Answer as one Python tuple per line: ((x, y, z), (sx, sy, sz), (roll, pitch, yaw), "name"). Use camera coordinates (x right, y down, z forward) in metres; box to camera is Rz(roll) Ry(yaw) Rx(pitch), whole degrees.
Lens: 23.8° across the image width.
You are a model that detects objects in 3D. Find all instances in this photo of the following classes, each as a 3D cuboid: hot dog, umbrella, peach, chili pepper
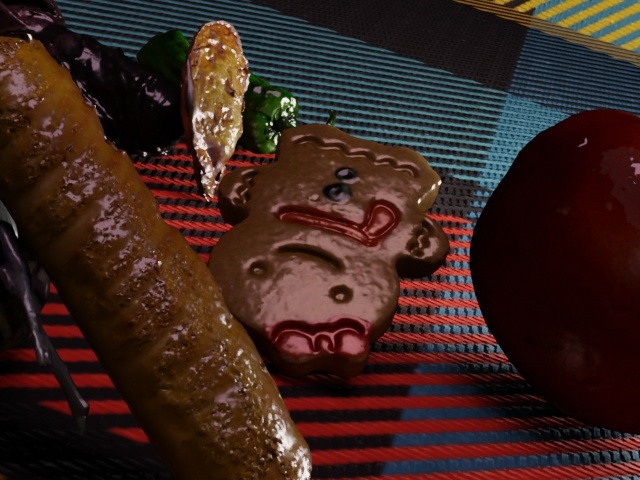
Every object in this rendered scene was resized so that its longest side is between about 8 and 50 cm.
((-0.091, 0.022, 0.744), (0.289, 0.068, 0.083), (58, 8, 1), "hot dog")
((-0.245, -0.161, 1.310), (0.326, 0.094, 0.090), (30, 65, 25), "umbrella")
((0.216, 0.032, 1.039), (0.243, 0.199, 0.243), (53, 2, -2), "peach")
((-0.095, -0.142, 1.420), (0.100, 0.074, 0.257), (14, 18, -42), "chili pepper")

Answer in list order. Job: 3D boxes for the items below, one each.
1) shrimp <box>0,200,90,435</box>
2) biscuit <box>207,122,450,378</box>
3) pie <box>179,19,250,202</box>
((-0.196, 0.030, 0.708), (0.172, 0.137, 0.372), (4, 15, 9), "shrimp")
((0.000, 0.000, 1.023), (0.166, 0.036, 0.225), (19, 46, 10), "biscuit")
((-0.087, -0.124, 1.261), (0.033, 0.088, 0.191), (-14, 39, 21), "pie")
